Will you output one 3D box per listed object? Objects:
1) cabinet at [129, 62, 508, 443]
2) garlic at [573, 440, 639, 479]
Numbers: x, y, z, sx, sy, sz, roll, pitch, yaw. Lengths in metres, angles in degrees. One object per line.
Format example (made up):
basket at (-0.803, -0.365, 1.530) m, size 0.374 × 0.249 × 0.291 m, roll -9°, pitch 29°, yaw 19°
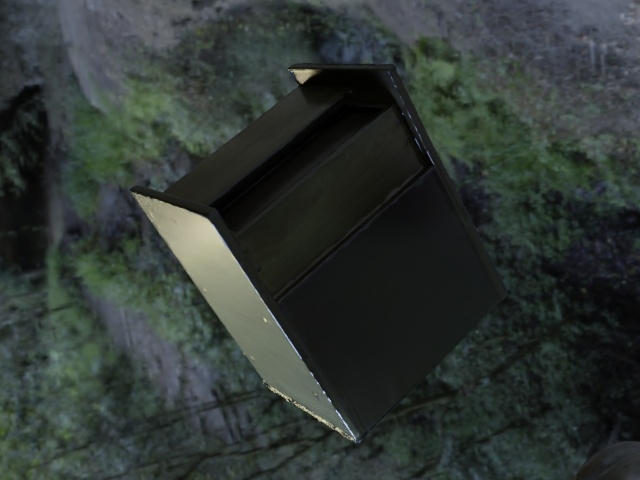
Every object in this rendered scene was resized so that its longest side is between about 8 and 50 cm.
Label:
cabinet at (0.000, 0.000, 0.714) m, size 0.148 × 0.175 × 0.215 m, roll 19°, pitch 145°, yaw 55°
garlic at (0.258, 0.262, 0.832) m, size 0.127 × 0.194 × 0.131 m, roll 55°, pitch -177°, yaw 15°
